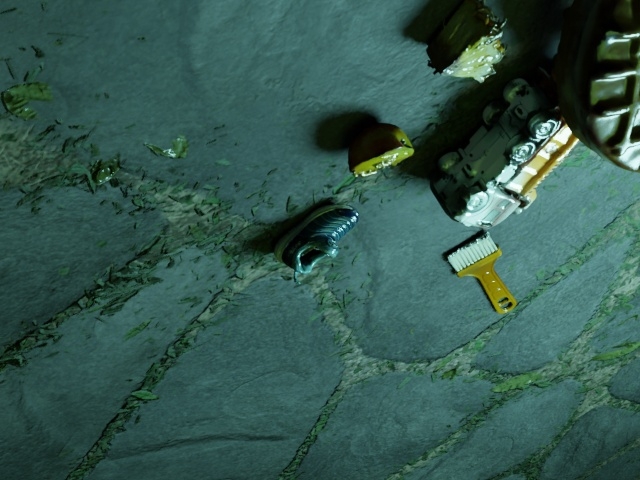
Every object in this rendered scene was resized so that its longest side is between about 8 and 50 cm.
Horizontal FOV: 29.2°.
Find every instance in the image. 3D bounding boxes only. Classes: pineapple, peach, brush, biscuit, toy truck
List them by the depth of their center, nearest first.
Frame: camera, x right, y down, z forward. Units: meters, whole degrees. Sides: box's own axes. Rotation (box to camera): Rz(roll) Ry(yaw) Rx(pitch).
[{"bbox_3d":[0.197,-0.254,1.650,0.116,0.069,0.137,-24,149,-7],"label":"pineapple"},{"bbox_3d":[0.452,-0.265,1.687,0.268,0.115,0.366,-8,118,-25],"label":"biscuit"},{"bbox_3d":[0.081,-0.132,1.741,0.098,0.061,0.098,-18,169,-4],"label":"peach"},{"bbox_3d":[0.293,-0.138,1.845,0.135,0.114,0.270,17,124,-42],"label":"toy truck"},{"bbox_3d":[0.306,0.070,2.224,0.090,0.017,0.314,-30,148,8],"label":"brush"}]

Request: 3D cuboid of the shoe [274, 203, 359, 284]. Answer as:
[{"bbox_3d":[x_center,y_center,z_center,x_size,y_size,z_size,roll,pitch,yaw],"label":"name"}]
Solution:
[{"bbox_3d":[0.000,0.000,1.854,0.143,0.071,0.064,-37,147,5],"label":"shoe"}]
